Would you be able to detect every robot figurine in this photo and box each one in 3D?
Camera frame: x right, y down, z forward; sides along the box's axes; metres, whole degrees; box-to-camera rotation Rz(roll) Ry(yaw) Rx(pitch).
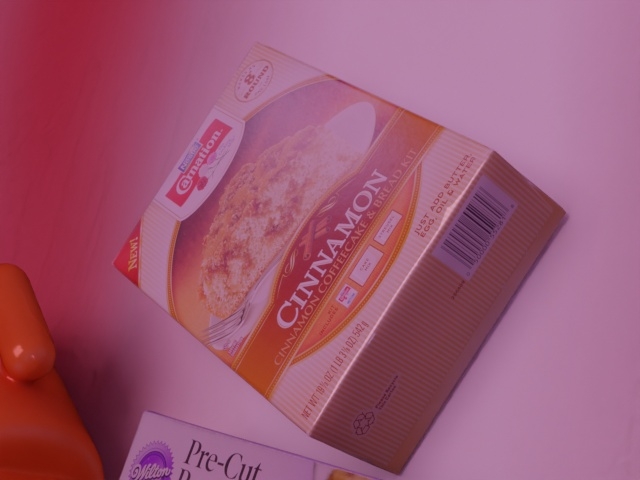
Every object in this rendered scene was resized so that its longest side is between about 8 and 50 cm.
[{"bbox_3d":[-0.199,0.107,0.634,0.128,0.158,0.219,-20,41,-20],"label":"robot figurine"}]

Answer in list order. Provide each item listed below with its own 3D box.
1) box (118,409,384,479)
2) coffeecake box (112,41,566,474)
[{"bbox_3d":[0.041,0.133,0.453,0.324,0.063,0.067,8,72,44],"label":"box"},{"bbox_3d":[0.000,0.000,0.565,0.185,0.068,0.142,32,90,47],"label":"coffeecake box"}]
